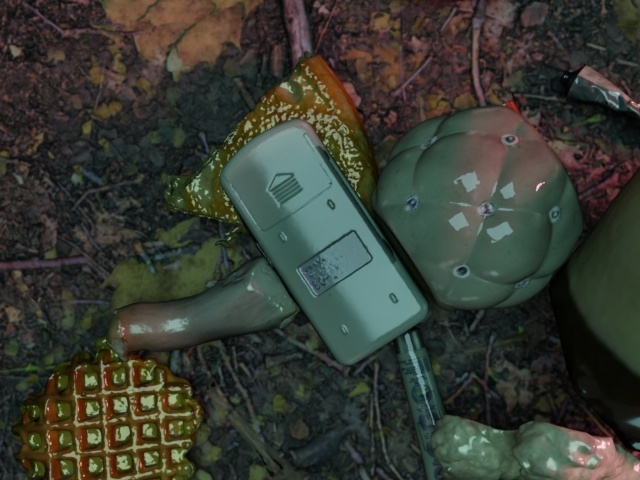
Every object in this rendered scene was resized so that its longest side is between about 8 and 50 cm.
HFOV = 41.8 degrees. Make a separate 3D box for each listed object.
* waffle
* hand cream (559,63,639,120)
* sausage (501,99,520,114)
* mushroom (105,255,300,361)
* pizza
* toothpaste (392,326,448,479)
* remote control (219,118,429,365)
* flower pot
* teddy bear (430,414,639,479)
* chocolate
[{"bbox_3d":[-0.278,0.258,1.110,0.243,0.059,0.238,37,88,4],"label":"waffle"},{"bbox_3d":[0.412,-0.145,1.055,0.247,0.075,0.052,35,95,9],"label":"hand cream"},{"bbox_3d":[0.265,-0.117,1.084,0.034,0.034,0.130,-27,85,3],"label":"sausage"},{"bbox_3d":[-0.143,0.091,1.080,0.277,0.096,0.099,-17,77,5],"label":"mushroom"},{"bbox_3d":[-0.073,-0.097,1.097,0.287,0.075,0.280,-12,86,8],"label":"pizza"},{"bbox_3d":[0.142,0.230,1.075,0.062,0.039,0.239,-17,87,9],"label":"toothpaste"},{"bbox_3d":[0.000,0.000,1.020,0.140,0.056,0.296,-34,89,6],"label":"remote control"},{"bbox_3d":[0.178,-0.034,0.986,0.195,0.246,0.246,-35,84,-1],"label":"flower pot"},{"bbox_3d":[0.291,0.416,0.924,0.375,0.327,0.362,24,69,-32],"label":"teddy bear"},{"bbox_3d":[0.440,0.034,0.867,0.313,0.297,0.326,12,48,-9],"label":"chocolate"}]
